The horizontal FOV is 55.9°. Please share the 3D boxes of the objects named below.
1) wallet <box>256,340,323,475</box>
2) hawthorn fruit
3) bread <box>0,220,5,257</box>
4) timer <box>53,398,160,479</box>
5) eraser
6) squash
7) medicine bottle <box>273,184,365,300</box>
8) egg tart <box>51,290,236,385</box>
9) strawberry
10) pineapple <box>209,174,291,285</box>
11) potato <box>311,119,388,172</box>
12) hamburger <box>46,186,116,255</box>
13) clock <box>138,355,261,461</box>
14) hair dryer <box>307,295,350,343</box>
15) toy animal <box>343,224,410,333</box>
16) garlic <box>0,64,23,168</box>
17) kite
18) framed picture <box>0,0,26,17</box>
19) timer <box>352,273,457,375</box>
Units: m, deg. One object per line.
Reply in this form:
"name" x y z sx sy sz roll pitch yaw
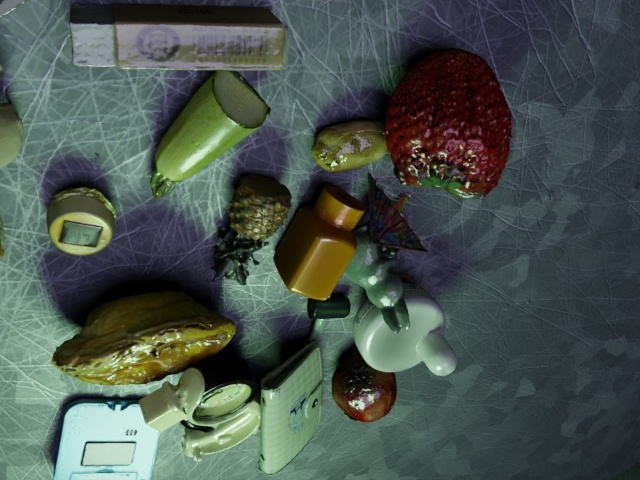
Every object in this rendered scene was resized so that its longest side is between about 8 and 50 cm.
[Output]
"wallet" -0.073 0.420 1.514 0.223 0.077 0.310 -30 137 -43
"hawthorn fruit" 0.134 0.402 1.614 0.181 0.181 0.235 -36 137 3
"bread" -0.630 -0.005 1.110 0.083 0.077 0.070 -13 127 -12
"timer" -0.522 0.494 1.485 0.231 0.091 0.250 10 105 -25
"eraser" -0.235 -0.344 1.011 0.343 0.144 0.078 -5 124 -19
"squash" -0.236 -0.187 1.122 0.287 0.137 0.137 -40 126 9
"medicine bottle" 0.001 0.000 1.314 0.112 0.149 0.222 19 112 -31
"egg tart" -0.361 0.208 1.286 0.351 0.153 0.339 -20 159 6
"strawberry" 0.268 -0.238 1.218 0.250 0.238 0.289 2 102 -63
"pineapple" -0.152 -0.013 1.269 0.128 0.128 0.248 13 119 -27
"potato" 0.064 -0.197 1.261 0.170 0.080 0.107 -13 136 -15
"hamburger" -0.457 -0.041 1.154 0.126 0.082 0.141 -3 133 -17
"clock" -0.249 0.413 1.464 0.276 0.120 0.379 -28 143 -5
"hair dryer" 0.001 0.218 1.521 0.100 0.057 0.198 4 127 -23
"toy animal" 0.133 0.092 1.380 0.125 0.251 0.127 -21 172 -41
"garlic" -0.633 -0.217 0.911 0.312 0.249 0.286 7 90 -13
"kite" 0.165 -0.041 1.368 0.241 0.014 0.183 47 55 -16
"framed picture" -0.478 -0.530 0.870 0.446 0.028 0.326 -32 126 0
"timer" 0.204 0.229 1.479 0.233 0.240 0.234 -11 125 -16
